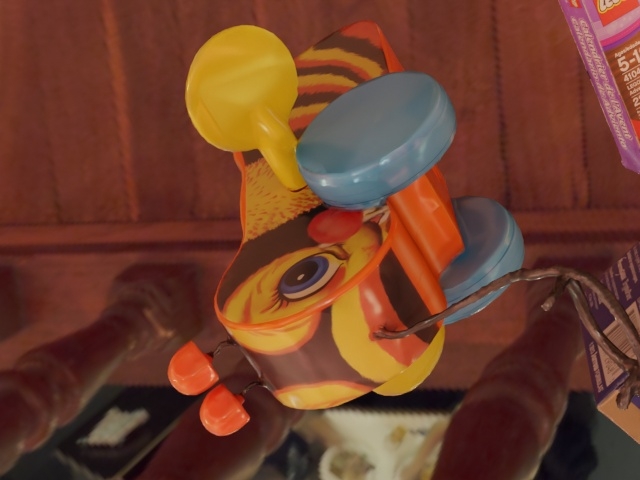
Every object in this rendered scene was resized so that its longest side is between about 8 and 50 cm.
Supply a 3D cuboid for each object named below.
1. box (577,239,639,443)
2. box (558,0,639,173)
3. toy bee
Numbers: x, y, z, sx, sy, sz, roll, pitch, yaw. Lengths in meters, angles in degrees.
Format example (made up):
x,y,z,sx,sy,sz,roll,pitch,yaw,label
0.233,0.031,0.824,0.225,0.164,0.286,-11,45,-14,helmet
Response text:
x,y,z,sx,sy,sz,roll,pitch,yaw,label
0.216,-0.013,0.719,0.036,0.136,0.225,40,109,-9,box
0.371,-0.214,1.358,0.293,0.057,0.201,-31,112,-9,box
0.000,0.000,0.644,0.162,0.298,0.195,-31,100,1,toy bee
